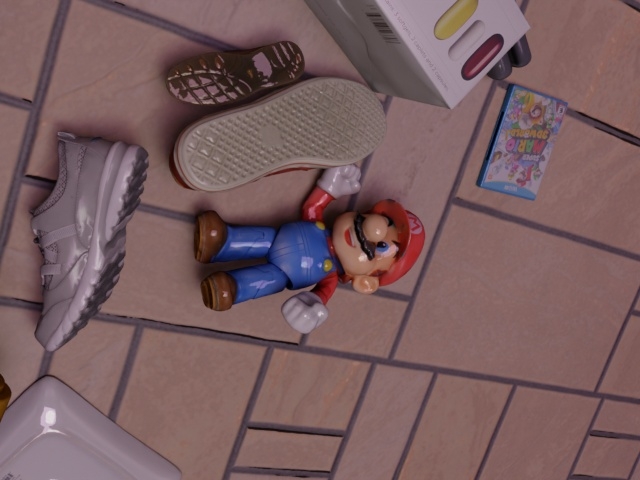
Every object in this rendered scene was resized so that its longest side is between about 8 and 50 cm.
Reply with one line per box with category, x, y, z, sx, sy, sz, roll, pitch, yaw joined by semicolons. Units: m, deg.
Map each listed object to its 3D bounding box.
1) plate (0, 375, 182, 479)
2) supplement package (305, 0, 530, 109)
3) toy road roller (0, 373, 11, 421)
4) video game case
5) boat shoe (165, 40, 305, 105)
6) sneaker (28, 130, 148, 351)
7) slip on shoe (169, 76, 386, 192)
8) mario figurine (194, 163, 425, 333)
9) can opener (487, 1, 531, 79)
plate;-0.373;0.363;0.974;0.277;0.045;0.278;-44;120;-5
supplement package;0.088;-0.313;0.863;0.145;0.204;0.262;-47;120;-5
toy road roller;-0.500;0.135;0.753;0.329;0.202;0.241;25;84;-35
video game case;0.325;-0.154;1.140;0.119;0.015;0.166;10;103;-28
boat shoe;-0.109;-0.206;0.889;0.178;0.060;0.064;-18;104;-22
sneaker;-0.302;-0.001;0.869;0.115;0.105;0.281;22;101;0
slip on shoe;-0.050;-0.137;0.927;0.331;0.101;0.123;-21;100;-32
mario figurine;0.000;0.000;0.954;0.320;0.170;0.198;-9;109;-21
can opener;0.239;-0.358;0.982;0.076;0.095;0.283;-33;118;-11
